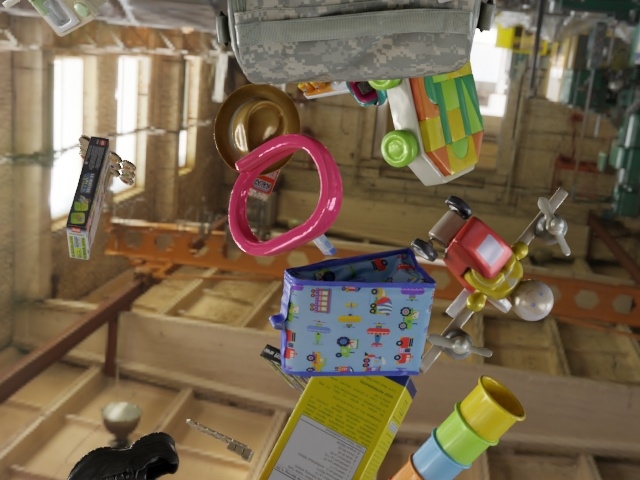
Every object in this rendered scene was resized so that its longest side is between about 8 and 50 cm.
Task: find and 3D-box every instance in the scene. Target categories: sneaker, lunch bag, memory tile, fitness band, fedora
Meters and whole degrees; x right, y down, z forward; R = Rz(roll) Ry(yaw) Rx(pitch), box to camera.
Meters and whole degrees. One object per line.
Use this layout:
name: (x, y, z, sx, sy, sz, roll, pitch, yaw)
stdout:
sneaker: (-0.486, 0.570, 1.940, 0.286, 0.109, 0.130, -19, -155, -21)
sneaker: (0.144, -0.353, 1.644, 0.124, 0.178, 0.295, 55, -171, 12)
lunch bag: (0.038, -0.288, 0.949, 0.305, 0.212, 0.256, -3, -151, 2)
memory tile: (-0.498, -0.185, 1.824, 0.148, 0.012, 0.113, 31, 153, -6)
lunch bag: (0.049, 0.151, 1.497, 0.293, 0.221, 0.138, -4, -149, -17)
fitness band: (-0.076, -0.084, 1.506, 0.291, 0.209, 0.054, -25, 165, 40)
fedora: (-0.122, -0.226, 1.590, 0.194, 0.194, 0.079, 2, -176, -14)

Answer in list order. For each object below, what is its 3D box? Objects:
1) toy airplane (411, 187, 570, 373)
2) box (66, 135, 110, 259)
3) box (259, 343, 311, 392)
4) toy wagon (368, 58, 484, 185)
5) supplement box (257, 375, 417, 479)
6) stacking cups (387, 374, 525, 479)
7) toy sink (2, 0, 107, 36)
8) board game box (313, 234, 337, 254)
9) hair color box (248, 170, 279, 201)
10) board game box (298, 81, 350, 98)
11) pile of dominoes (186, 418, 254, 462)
toy airplane: (0.374, 0.089, 1.675, 0.272, 0.386, 0.384, 35, -143, 31)
box: (-0.434, -0.081, 1.472, 0.036, 0.114, 0.207, 9, -124, -8)
box: (-0.044, 0.360, 2.063, 0.184, 0.045, 0.190, 19, 156, 40)
toy wagon: (0.172, -0.267, 1.261, 0.068, 0.344, 0.267, -5, -167, 37)
supplement box: (0.042, 0.428, 1.705, 0.194, 0.356, 0.195, 25, 167, 19)
stacking cups: (0.203, 0.368, 1.295, 0.096, 0.316, 0.096, 33, -162, -12)
toy sink: (-0.541, -0.543, 1.703, 0.153, 0.131, 0.234, -11, -143, 41)
board game box: (0.000, 0.000, 2.092, 0.020, 0.090, 0.090, -39, -172, -11)
hair color box: (-0.109, -0.177, 1.731, 0.053, 0.167, 0.093, 20, 171, -6)
board game box: (0.140, -0.577, 2.073, 0.390, 0.390, 0.050, -1, 156, 40)
pile of dominoes: (-0.345, 0.674, 2.629, 0.251, 0.040, 0.196, 21, 159, 11)
